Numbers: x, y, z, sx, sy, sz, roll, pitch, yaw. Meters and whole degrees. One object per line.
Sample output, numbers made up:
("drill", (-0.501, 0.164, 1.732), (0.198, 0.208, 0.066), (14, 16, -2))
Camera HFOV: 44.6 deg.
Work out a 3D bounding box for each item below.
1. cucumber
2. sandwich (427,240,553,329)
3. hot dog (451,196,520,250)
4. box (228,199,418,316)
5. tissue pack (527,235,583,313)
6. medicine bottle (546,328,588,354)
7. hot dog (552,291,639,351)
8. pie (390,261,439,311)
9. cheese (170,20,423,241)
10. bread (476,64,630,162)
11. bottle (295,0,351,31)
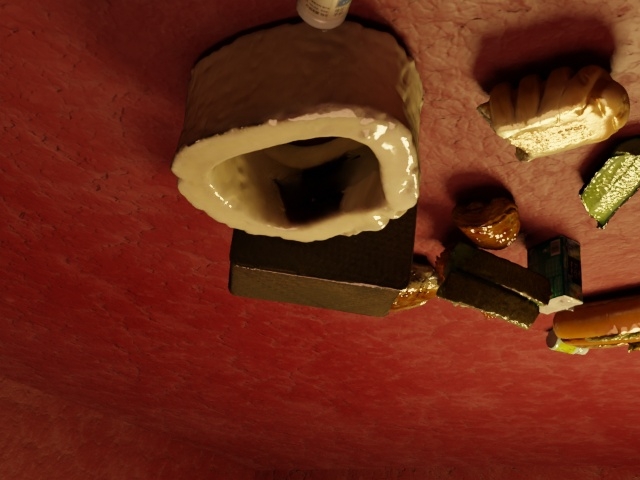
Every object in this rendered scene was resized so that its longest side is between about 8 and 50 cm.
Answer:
("cucumber", (0.418, -0.086, 1.124), (0.070, 0.046, 0.220), (9, 152, -1))
("sandwich", (0.281, 0.082, 1.329), (0.185, 0.109, 0.160), (25, 172, 0))
("hot dog", (0.266, -0.029, 1.243), (0.099, 0.065, 0.147), (-9, 162, 26))
("box", (0.000, -0.001, 1.222), (0.273, 0.184, 0.143), (9, 157, -5))
("tissue pack", (0.411, 0.064, 1.348), (0.079, 0.111, 0.085), (20, 151, -28))
("medicine bottle", (0.542, 0.223, 1.708), (0.083, 0.047, 0.047), (14, 152, -14))
("hot dog", (0.621, 0.159, 1.506), (0.337, 0.100, 0.135), (-14, 146, 35))
("pie", (0.148, 0.093, 1.498), (0.163, 0.079, 0.193), (18, 152, -31))
("cheese", (-0.014, -0.129, 1.004), (0.332, 0.153, 0.292), (-12, 149, 34))
("bread", (0.285, -0.158, 0.957), (0.177, 0.084, 0.119), (-11, 151, 28))
("bottle", (0.025, -0.296, 0.761), (0.060, 0.060, 0.217), (10, 154, -9))
